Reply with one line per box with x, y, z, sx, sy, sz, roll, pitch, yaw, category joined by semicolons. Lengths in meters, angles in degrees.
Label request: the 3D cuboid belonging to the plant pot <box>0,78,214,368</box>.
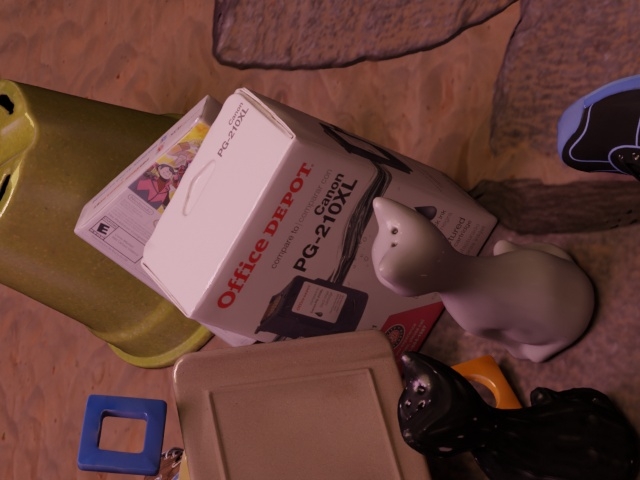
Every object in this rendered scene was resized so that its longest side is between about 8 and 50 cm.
-0.237;-0.035;1.629;0.276;0.254;0.276;-22;59;42;plant pot

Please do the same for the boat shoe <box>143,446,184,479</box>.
-0.134;0.230;1.545;0.183;0.066;0.066;-49;42;24;boat shoe

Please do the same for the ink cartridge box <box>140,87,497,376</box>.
0.000;0.000;1.353;0.172;0.237;0.100;-60;40;13;ink cartridge box

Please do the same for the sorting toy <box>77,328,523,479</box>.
-0.011;0.169;1.276;0.047;0.348;0.196;97;163;-53;sorting toy

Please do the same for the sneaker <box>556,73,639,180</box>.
0.266;-0.071;1.201;0.232;0.081;0.090;-15;56;44;sneaker

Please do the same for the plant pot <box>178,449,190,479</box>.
-0.047;0.196;1.428;0.095;0.134;0.134;17;88;25;plant pot

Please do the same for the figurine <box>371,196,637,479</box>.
0.119;0.078;1.205;0.092;0.209;0.215;-35;50;34;figurine

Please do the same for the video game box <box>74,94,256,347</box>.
-0.085;-0.011;1.485;0.187;0.205;0.048;-36;27;35;video game box
